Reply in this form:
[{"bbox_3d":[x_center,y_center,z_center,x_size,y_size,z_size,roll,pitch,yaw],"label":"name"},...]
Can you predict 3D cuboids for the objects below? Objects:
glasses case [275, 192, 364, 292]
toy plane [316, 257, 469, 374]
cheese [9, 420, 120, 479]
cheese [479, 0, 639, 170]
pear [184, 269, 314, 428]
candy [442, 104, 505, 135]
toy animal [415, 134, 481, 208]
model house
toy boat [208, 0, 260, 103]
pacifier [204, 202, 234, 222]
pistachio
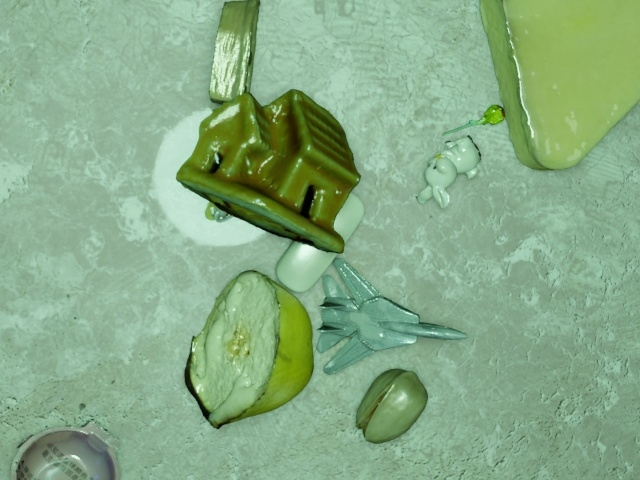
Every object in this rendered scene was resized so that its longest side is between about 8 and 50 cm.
[{"bbox_3d":[0.000,0.000,1.205,0.081,0.051,0.204,38,89,-6],"label":"glasses case"},{"bbox_3d":[0.127,0.147,1.202,0.267,0.088,0.212,6,95,10],"label":"toy plane"},{"bbox_3d":[-0.461,0.432,1.159,0.189,0.074,0.286,40,91,-9],"label":"cheese"},{"bbox_3d":[0.491,-0.340,1.226,0.383,0.104,0.384,-1,94,-9],"label":"cheese"},{"bbox_3d":[-0.088,0.196,1.153,0.178,0.267,0.267,22,91,-34],"label":"pear"},{"bbox_3d":[0.281,-0.217,1.246,0.122,0.035,0.035,-19,109,3],"label":"candy"},{"bbox_3d":[0.226,-0.127,1.221,0.124,0.071,0.085,-37,117,-13],"label":"toy animal"},{"bbox_3d":[-0.065,-0.136,1.103,0.268,0.173,0.239,30,78,-36],"label":"model house"},{"bbox_3d":[-0.142,-0.313,1.128,0.061,0.116,0.188,9,95,-2],"label":"toy boat"},{"bbox_3d":[-0.172,-0.070,1.181,0.083,0.068,0.064,-32,64,-22],"label":"pacifier"},{"bbox_3d":[0.126,0.298,1.220,0.113,0.113,0.149,40,87,-9],"label":"pistachio"}]
